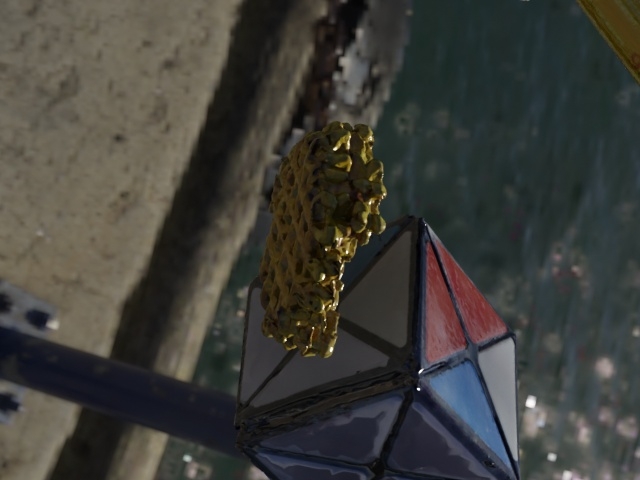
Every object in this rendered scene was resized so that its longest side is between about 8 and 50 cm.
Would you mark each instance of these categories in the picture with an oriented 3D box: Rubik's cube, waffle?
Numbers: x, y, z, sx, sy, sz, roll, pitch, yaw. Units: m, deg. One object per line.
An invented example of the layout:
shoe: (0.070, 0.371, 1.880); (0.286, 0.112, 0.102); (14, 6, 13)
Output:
Rubik's cube: (0.077, 0.196, 2.132); (0.305, 0.310, 0.307); (47, 31, -36)
waffle: (0.000, 0.000, 1.286); (0.070, 0.193, 0.197); (11, 61, -14)

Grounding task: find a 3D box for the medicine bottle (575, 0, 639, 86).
medicine bottle: (0.203, -0.179, 1.054); (0.074, 0.074, 0.218); (-22, 73, -46)
